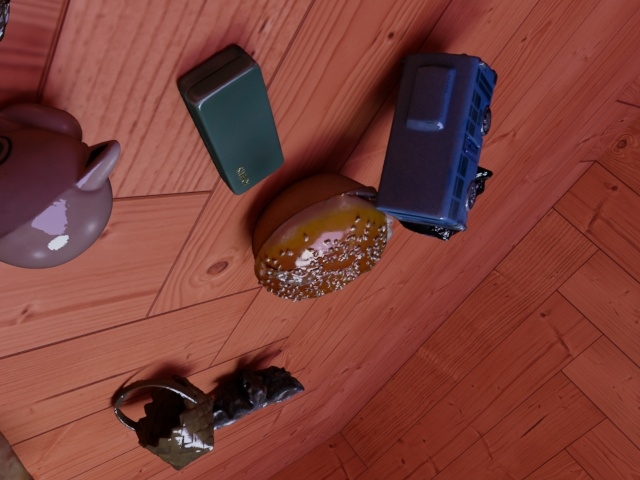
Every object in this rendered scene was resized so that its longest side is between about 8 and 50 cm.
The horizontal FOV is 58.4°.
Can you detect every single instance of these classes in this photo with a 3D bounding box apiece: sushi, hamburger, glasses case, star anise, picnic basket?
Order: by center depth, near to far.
[{"bbox_3d":[-0.091,-0.123,0.628,0.078,0.039,0.184,-37,158,-11],"label":"glasses case"},{"bbox_3d":[0.000,-0.002,0.863,0.237,0.147,0.237,-32,154,-17],"label":"hamburger"},{"bbox_3d":[-0.276,0.302,1.012,0.128,0.137,0.178,-40,121,12],"label":"picnic basket"},{"bbox_3d":[0.214,-0.084,1.058,0.172,0.153,0.150,-37,147,-72],"label":"sushi"},{"bbox_3d":[-0.158,0.345,1.306,0.223,0.108,0.236,-5,156,-44],"label":"star anise"}]

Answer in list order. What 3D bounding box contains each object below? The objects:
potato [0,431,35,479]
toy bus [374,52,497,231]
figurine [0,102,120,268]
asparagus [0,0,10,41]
[{"bbox_3d":[-0.446,0.406,0.749,0.189,0.264,0.211,-36,165,-38],"label":"potato"},{"bbox_3d":[0.161,-0.140,0.790,0.134,0.116,0.233,11,90,-60],"label":"toy bus"},{"bbox_3d":[-0.230,-0.039,0.459,0.138,0.125,0.125,-46,160,-18],"label":"figurine"},{"bbox_3d":[-0.277,-0.077,0.428,0.233,0.022,0.023,-52,-176,24],"label":"asparagus"}]
